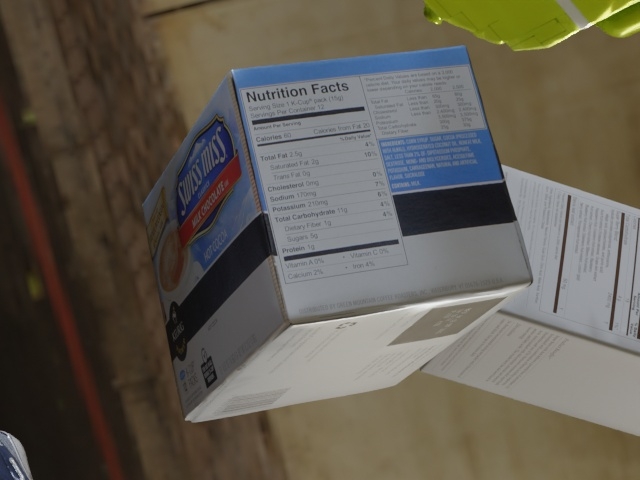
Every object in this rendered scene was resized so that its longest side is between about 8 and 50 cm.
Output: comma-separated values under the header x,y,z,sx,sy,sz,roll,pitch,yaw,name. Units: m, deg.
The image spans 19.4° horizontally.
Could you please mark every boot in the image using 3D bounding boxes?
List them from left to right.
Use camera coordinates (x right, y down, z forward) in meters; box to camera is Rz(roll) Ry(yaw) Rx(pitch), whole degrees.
x,y,z,sx,sy,sz,roll,pitch,yaw,name
-0.320,0.258,1.849,0.086,0.069,0.190,30,17,-49,boot

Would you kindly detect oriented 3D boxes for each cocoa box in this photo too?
x,y,z,sx,sy,sz,roll,pitch,yaw,name
0.000,0.000,1.685,0.347,0.231,0.228,134,-55,-64,cocoa box

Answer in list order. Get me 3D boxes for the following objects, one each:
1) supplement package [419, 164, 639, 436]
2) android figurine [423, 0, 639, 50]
x,y,z,sx,sy,sz,roll,pitch,yaw,name
0.278,0.071,1.971,0.177,0.293,0.175,124,-19,-57,supplement package
0.161,-0.222,1.227,0.248,0.273,0.056,41,39,-32,android figurine
